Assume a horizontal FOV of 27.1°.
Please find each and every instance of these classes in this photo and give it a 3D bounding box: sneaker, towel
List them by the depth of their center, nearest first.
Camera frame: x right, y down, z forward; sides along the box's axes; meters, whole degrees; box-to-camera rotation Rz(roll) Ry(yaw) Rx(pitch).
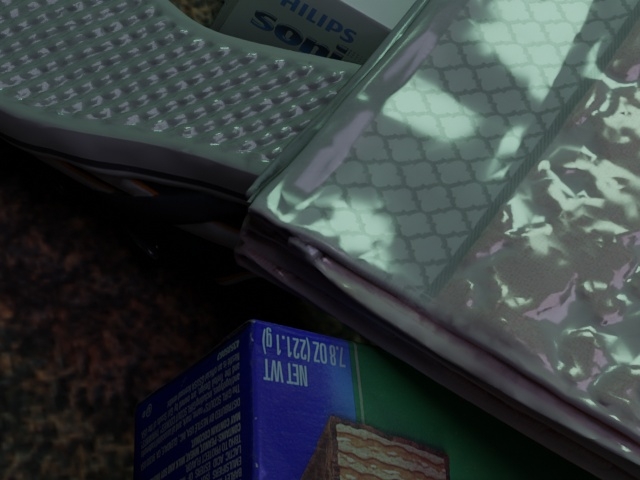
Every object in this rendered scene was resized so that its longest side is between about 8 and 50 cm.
[{"bbox_3d":[0.176,-0.044,0.607,0.317,0.053,0.332,29,62,20],"label":"towel"},{"bbox_3d":[-0.087,-0.059,0.737,0.321,0.127,0.126,24,61,18],"label":"sneaker"}]

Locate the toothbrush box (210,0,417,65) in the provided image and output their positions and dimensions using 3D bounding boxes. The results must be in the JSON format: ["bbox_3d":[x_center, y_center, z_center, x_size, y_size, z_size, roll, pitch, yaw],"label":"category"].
[{"bbox_3d":[0.076,-0.190,0.882,0.216,0.126,0.295,28,53,-9],"label":"toothbrush box"}]

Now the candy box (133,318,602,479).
[{"bbox_3d":[0.059,0.218,0.577,0.268,0.122,0.317,14,57,-29],"label":"candy box"}]
